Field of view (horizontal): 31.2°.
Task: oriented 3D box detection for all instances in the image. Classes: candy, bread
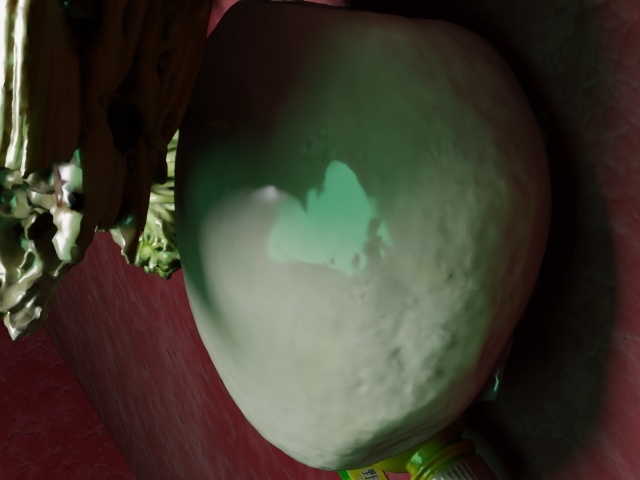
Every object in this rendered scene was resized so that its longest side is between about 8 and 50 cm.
[{"bbox_3d":[0.000,0.000,0.964,0.386,0.186,0.427,38,131,41],"label":"candy"},{"bbox_3d":[-0.217,-0.103,0.864,0.314,0.191,0.370,32,124,42],"label":"bread"}]

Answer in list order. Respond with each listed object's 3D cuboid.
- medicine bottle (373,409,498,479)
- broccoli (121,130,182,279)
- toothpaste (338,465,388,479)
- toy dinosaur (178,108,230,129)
[{"bbox_3d":[0.086,0.171,1.099,0.212,0.122,0.122,54,155,30],"label":"medicine bottle"},{"bbox_3d":[-0.200,-0.130,1.363,0.324,0.272,0.334,-54,44,20],"label":"broccoli"},{"bbox_3d":[0.051,0.288,1.403,0.178,0.043,0.037,57,156,24],"label":"toothpaste"},{"bbox_3d":[-0.144,-0.125,0.970,0.200,0.072,0.251,-52,27,39],"label":"toy dinosaur"}]
